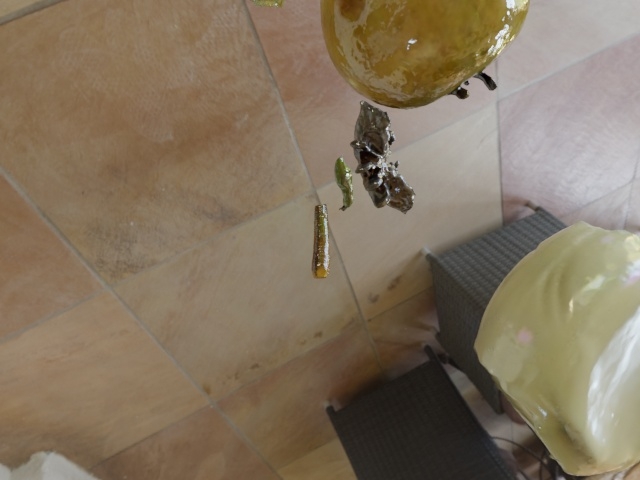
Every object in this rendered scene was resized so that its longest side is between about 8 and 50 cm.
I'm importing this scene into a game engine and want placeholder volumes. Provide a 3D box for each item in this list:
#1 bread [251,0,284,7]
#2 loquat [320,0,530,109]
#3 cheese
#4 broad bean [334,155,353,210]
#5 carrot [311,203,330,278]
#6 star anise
[{"bbox_3d":[-0.129,-0.761,1.109,0.130,0.152,0.267,10,149,-15],"label":"bread"},{"bbox_3d":[0.100,-0.234,0.435,0.213,0.213,0.213,-12,125,-17],"label":"loquat"},{"bbox_3d":[0.298,0.120,0.460,0.233,0.127,0.266,-39,114,-5],"label":"cheese"},{"bbox_3d":[0.102,-0.224,1.749,0.075,0.067,0.325,-15,140,-1],"label":"broad bean"},{"bbox_3d":[0.000,0.000,0.953,0.042,0.042,0.170,5,79,-27],"label":"carrot"},{"bbox_3d":[0.143,-0.192,0.990,0.111,0.257,0.198,-14,172,29],"label":"star anise"}]
